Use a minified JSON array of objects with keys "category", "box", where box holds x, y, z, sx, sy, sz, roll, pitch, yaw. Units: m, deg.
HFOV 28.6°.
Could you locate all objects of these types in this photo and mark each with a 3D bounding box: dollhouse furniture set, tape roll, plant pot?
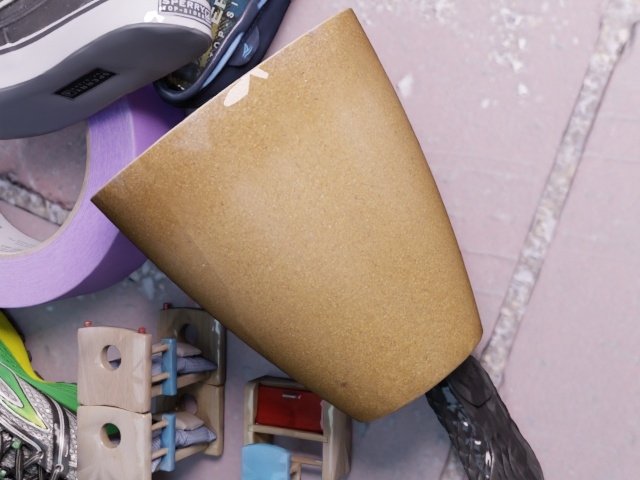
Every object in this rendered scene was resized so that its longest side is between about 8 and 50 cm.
[{"category":"dollhouse furniture set","box":[-0.084,0.128,1.014,0.184,0.129,0.128,4,96,25]},{"category":"tape roll","box":[-0.255,-0.082,1.094,0.275,0.090,0.274,2,96,23]},{"category":"plant pot","box":[0.000,0.000,0.934,0.237,0.237,0.254,-34,96,23]}]

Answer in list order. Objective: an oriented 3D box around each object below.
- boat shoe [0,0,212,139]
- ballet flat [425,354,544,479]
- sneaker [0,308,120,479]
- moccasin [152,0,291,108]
[{"category":"boat shoe","box":[-0.208,-0.158,0.951,0.306,0.113,0.104,-19,69,40]},{"category":"ballet flat","box":[0.131,0.165,0.976,0.173,0.057,0.049,68,155,6]},{"category":"sneaker","box":[-0.291,0.170,1.103,0.343,0.146,0.134,38,109,16]},{"category":"moccasin","box":[-0.044,-0.255,0.957,0.138,0.117,0.342,16,107,4]}]
